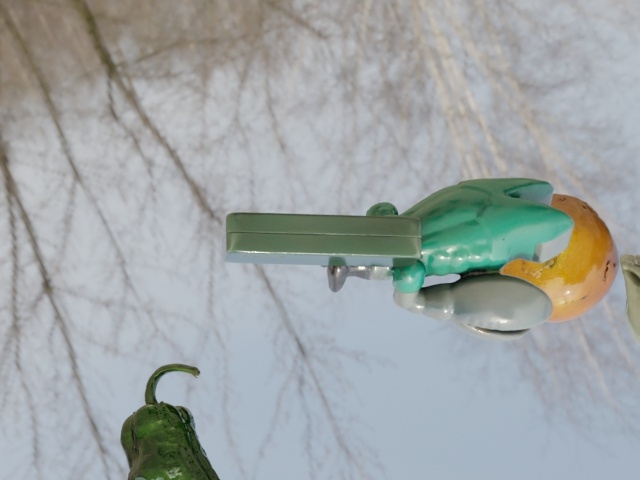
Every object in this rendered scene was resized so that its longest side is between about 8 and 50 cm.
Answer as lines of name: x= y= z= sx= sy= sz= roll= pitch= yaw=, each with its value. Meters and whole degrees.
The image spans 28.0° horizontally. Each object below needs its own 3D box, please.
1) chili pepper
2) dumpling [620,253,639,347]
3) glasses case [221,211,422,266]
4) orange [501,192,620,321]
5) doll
chili pepper: x=-0.102 y=0.226 z=1.039 sx=0.074 sy=0.257 sz=0.100 roll=-8 pitch=146 yaw=-38
dumpling: x=0.516 y=0.110 z=1.843 sx=0.151 sy=0.229 sz=0.124 roll=-6 pitch=154 yaw=-47
glasses case: x=0.000 y=0.000 z=1.218 sx=0.184 sy=0.039 sz=0.078 roll=2 pitch=172 yaw=-8
orange: x=0.438 y=0.031 z=2.417 sx=0.246 sy=0.246 sz=0.246 roll=-21 pitch=-161 yaw=7
doll: x=0.131 y=0.002 z=1.356 sx=0.258 sy=0.153 sz=0.195 roll=10 pitch=-129 yaw=4
